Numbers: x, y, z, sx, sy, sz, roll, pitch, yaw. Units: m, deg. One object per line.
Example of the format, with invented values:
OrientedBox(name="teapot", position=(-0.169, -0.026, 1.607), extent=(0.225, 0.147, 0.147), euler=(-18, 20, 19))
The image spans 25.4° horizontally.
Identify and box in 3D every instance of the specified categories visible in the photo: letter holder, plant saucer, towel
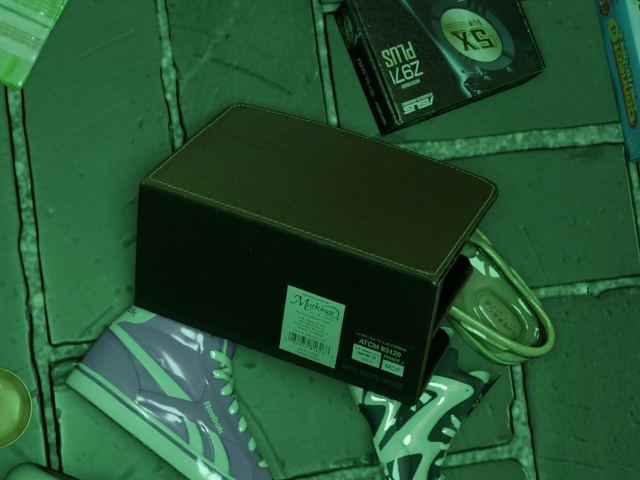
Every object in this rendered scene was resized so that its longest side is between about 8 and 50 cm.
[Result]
OrientedBox(name="letter holder", position=(0.000, 0.000, 1.403), extent=(0.302, 0.152, 0.214), euler=(19, 36, 16))
OrientedBox(name="plant saucer", position=(-0.333, 0.169, 1.430), extent=(0.083, 0.015, 0.083), euler=(1, 84, -9))
OrientedBox(name="towel", position=(-0.328, -0.244, 1.475), extent=(0.113, 0.023, 0.152), euler=(26, 83, -4))

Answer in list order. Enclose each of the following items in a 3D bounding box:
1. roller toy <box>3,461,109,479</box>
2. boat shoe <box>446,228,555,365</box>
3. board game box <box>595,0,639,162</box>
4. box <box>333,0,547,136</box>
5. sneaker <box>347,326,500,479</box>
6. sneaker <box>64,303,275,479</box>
OrientedBox(name="roller toy", position=(-0.227, 0.297, 1.342), extent=(0.191, 0.209, 0.146), euler=(24, 81, 0))
OrientedBox(name="boat shoe", position=(0.125, 0.014, 1.482), extent=(0.302, 0.098, 0.109), euler=(44, 79, -3))
OrientedBox(name="board game box", position=(0.466, -0.263, 1.576), extent=(0.302, 0.086, 0.308), euler=(-9, 86, -10))
OrientedBox(name="box", position=(0.126, -0.213, 1.517), extent=(0.180, 0.077, 0.147), euler=(-20, 88, -11))
OrientedBox(name="sneaker", position=(0.128, 0.197, 1.464), extent=(0.153, 0.094, 0.235), euler=(-20, 78, -3))
OrientedBox(name="sneaker", position=(-0.099, 0.168, 1.429), extent=(0.282, 0.102, 0.161), euler=(40, 76, -3))
